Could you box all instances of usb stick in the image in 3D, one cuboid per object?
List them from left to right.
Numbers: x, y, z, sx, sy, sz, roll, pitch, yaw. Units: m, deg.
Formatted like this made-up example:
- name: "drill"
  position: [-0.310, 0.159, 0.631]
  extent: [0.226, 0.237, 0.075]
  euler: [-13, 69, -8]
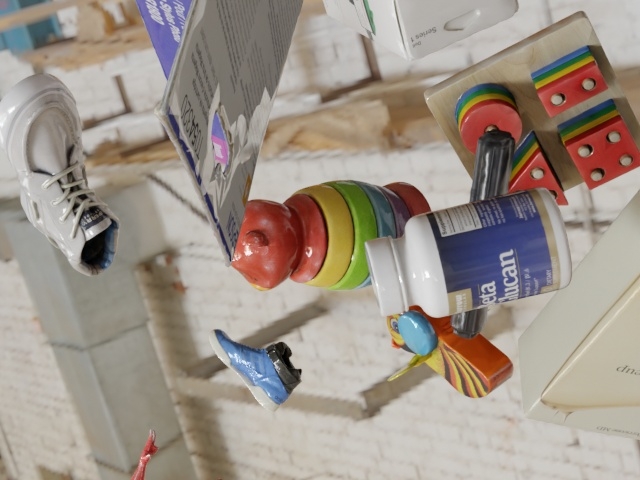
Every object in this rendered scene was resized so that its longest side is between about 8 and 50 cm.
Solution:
- name: "usb stick"
  position: [0.213, -0.009, 1.554]
  extent: [0.045, 0.278, 0.077]
  euler: [12, -161, 18]

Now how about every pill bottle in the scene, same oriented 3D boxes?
- name: "pill bottle"
  position: [0.128, 0.016, 1.051]
  extent: [0.169, 0.094, 0.094]
  euler: [-13, -166, 0]

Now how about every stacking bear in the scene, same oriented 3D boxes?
- name: "stacking bear"
  position: [0.000, 0.000, 1.604]
  extent: [0.289, 0.164, 0.175]
  euler: [-2, -164, -36]

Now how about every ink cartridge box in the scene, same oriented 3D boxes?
- name: "ink cartridge box"
  position: [-0.061, -0.180, 0.768]
  extent: [0.071, 0.330, 0.324]
  euler: [14, 165, 5]
- name: "ink cartridge box"
  position: [0.112, -0.314, 1.440]
  extent: [0.160, 0.093, 0.219]
  euler: [-27, -147, -15]

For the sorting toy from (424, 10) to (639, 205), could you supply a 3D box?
- name: "sorting toy"
  position: [0.322, -0.156, 1.722]
  extent: [0.255, 0.257, 0.089]
  euler: [-26, -146, 15]

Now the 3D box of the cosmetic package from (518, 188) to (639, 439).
- name: "cosmetic package"
  position: [0.342, 0.084, 1.246]
  extent: [0.160, 0.309, 0.113]
  euler: [11, -128, -10]

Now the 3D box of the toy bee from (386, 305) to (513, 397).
- name: "toy bee"
  position: [0.170, 0.133, 1.810]
  extent: [0.195, 0.162, 0.298]
  euler: [-12, -123, -15]

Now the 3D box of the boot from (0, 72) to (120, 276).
- name: "boot"
  position: [-0.259, -0.060, 1.238]
  extent: [0.095, 0.123, 0.258]
  euler: [-38, 161, -20]

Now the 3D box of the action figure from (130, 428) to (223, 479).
- name: "action figure"
  position: [-0.153, 0.282, 1.275]
  extent: [0.091, 0.139, 0.280]
  euler: [23, 174, 5]

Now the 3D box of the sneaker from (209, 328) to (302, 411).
- name: "sneaker"
  position: [-0.088, 0.165, 1.713]
  extent: [0.084, 0.152, 0.058]
  euler: [-46, 158, 6]
